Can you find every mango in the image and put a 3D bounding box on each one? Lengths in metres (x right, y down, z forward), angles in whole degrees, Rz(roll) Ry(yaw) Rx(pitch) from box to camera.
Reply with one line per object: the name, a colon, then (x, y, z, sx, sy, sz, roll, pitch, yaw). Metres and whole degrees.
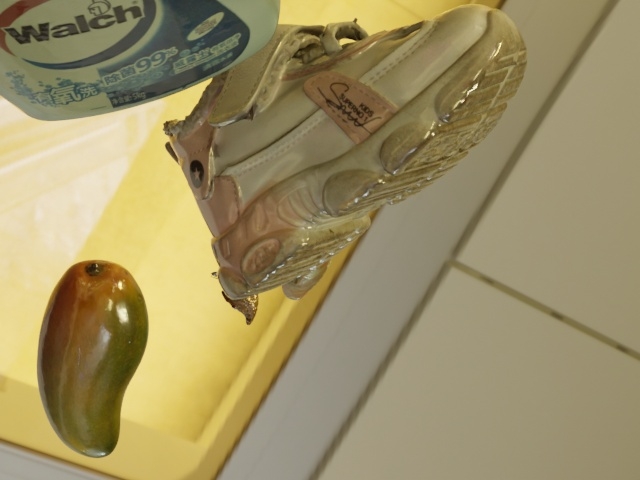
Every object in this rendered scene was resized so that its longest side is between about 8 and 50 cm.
mango: (-0.322, 0.160, 1.408, 0.129, 0.146, 0.289, -123, -130, -67)

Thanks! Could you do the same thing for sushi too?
sushi: (-0.127, 0.083, 1.575, 0.047, 0.099, 0.050, -35, 175, 32)

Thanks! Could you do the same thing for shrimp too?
shrimp: (0.003, 0.002, 1.285, 0.133, 0.053, 0.236, -52, 177, -24)

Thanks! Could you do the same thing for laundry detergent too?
laundry detergent: (-0.119, -0.178, 0.544, 0.280, 0.215, 0.105, 92, -21, -70)

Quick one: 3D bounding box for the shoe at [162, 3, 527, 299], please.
shoe: (0.002, -0.110, 0.885, 0.351, 0.198, 0.172, -38, 171, 23)
